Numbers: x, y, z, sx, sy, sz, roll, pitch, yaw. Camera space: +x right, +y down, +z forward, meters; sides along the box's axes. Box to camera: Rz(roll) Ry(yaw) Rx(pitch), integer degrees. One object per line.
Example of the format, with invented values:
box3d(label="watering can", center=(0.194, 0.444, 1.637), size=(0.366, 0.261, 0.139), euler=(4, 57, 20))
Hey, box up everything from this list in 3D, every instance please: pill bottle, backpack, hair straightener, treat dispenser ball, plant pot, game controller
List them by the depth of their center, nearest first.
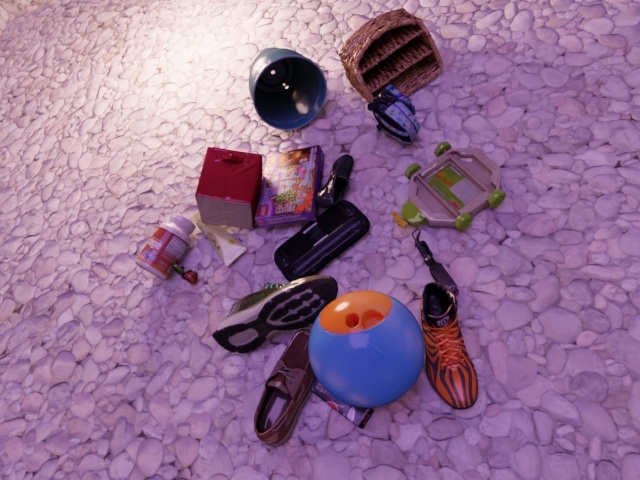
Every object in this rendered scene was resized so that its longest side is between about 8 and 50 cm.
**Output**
box3d(label="treat dispenser ball", center=(0.113, 0.267, 1.231), size=(0.289, 0.288, 0.287), euler=(-8, 61, 15))
box3d(label="hair straightener", center=(0.318, 0.052, 1.393), size=(0.047, 0.089, 0.230), euler=(-26, 57, 7))
box3d(label="game controller", center=(0.000, 0.000, 1.561), size=(0.319, 0.067, 0.166), euler=(-37, 43, -3))
box3d(label="backpack", center=(0.259, -0.405, 1.622), size=(0.117, 0.158, 0.173), euler=(-45, 60, 1))
box3d(label="pill bottle", center=(-0.525, 0.017, 1.689), size=(0.121, 0.121, 0.216), euler=(21, 71, 27))
box3d(label="plant pot", center=(-0.144, -0.586, 1.814), size=(0.272, 0.271, 0.255), euler=(-30, 43, 2))

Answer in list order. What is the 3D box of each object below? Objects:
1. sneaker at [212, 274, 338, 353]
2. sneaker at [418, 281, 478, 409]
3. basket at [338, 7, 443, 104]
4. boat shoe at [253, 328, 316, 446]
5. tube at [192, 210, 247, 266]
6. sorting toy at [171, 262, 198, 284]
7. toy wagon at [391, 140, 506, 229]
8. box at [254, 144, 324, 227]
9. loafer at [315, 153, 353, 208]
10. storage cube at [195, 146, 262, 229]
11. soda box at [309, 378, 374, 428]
box3d(label="sneaker", center=(-0.137, 0.169, 1.430), size=(0.411, 0.158, 0.181), euler=(-26, 37, 21))
box3d(label="sneaker", center=(0.306, 0.251, 1.232), size=(0.125, 0.180, 0.320), euler=(-17, 59, 6))
box3d(label="basket", center=(0.246, -0.642, 1.721), size=(0.299, 0.213, 0.223), euler=(-33, 56, 0))
box3d(label="boat shoe", center=(-0.087, 0.391, 1.335), size=(0.123, 0.116, 0.324), euler=(9, 66, 23))
box3d(label="tube", center=(-0.352, -0.016, 1.687), size=(0.240, 0.062, 0.070), euler=(45, 124, 27))
box3d(label="sorting toy", center=(-0.449, 0.105, 1.652), size=(0.102, 0.061, 0.042), euler=(39, 64, 4))
box3d(label="toy wagon", center=(0.371, -0.145, 1.496), size=(0.345, 0.068, 0.267), euler=(-36, 57, -1))
box3d(label="box", center=(-0.100, -0.185, 1.664), size=(0.201, 0.057, 0.293), euler=(-8, 54, 19))
box3d(label="loafer", center=(0.063, -0.194, 1.610), size=(0.078, 0.076, 0.223), euler=(2, 53, 40))
box3d(label="storage cube", center=(-0.299, -0.170, 1.640), size=(0.184, 0.215, 0.193), euler=(8, 64, -2))
box3d(label="soda box", center=(0.055, 0.424, 1.306), size=(0.169, 0.053, 0.060), euler=(29, 75, 30))
